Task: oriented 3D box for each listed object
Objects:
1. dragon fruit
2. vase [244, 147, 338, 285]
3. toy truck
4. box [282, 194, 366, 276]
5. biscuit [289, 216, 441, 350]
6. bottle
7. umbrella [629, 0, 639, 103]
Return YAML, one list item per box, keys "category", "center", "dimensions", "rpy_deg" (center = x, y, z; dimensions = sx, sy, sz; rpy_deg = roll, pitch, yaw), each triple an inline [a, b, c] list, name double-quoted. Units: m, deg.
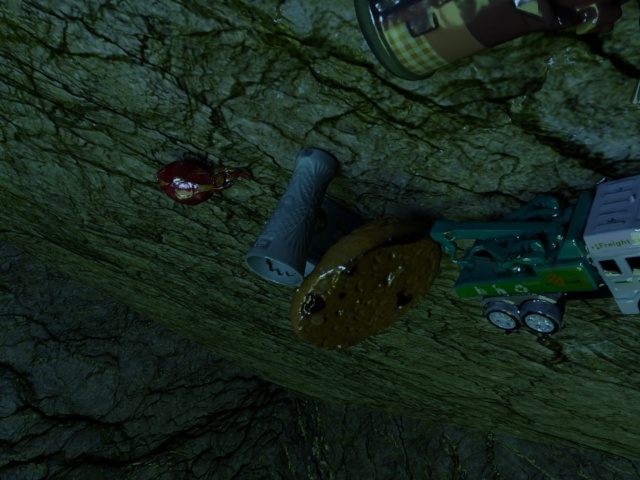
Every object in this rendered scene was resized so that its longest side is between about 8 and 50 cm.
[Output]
- category: "dragon fruit"
  center: [-0.228, -0.111, 1.007]
  dimensions: [0.191, 0.094, 0.094]
  rpy_deg: [4, 152, 9]
- category: "vase"
  center: [-0.038, -0.045, 0.826]
  dimensions: [0.096, 0.219, 0.096]
  rpy_deg: [17, 155, 8]
- category: "toy truck"
  center: [0.345, 0.023, 0.735]
  dimensions: [0.364, 0.176, 0.178]
  rpy_deg: [-8, 130, 49]
- category: "box"
  center: [0.000, 0.001, 0.981]
  dimensions: [0.194, 0.139, 0.073]
  rpy_deg: [31, 153, -21]
- category: "biscuit"
  center: [0.078, 0.076, 0.885]
  dimensions: [0.075, 0.296, 0.296]
  rpy_deg: [57, 179, 37]
- category: "bottle"
  center: [0.167, -0.222, 0.410]
  dimensions: [0.271, 0.143, 0.156]
  rpy_deg: [-7, 143, 43]
- category: "umbrella"
  center: [0.317, -0.187, 0.498]
  dimensions: [0.269, 0.044, 0.044]
  rpy_deg: [50, 180, -36]
